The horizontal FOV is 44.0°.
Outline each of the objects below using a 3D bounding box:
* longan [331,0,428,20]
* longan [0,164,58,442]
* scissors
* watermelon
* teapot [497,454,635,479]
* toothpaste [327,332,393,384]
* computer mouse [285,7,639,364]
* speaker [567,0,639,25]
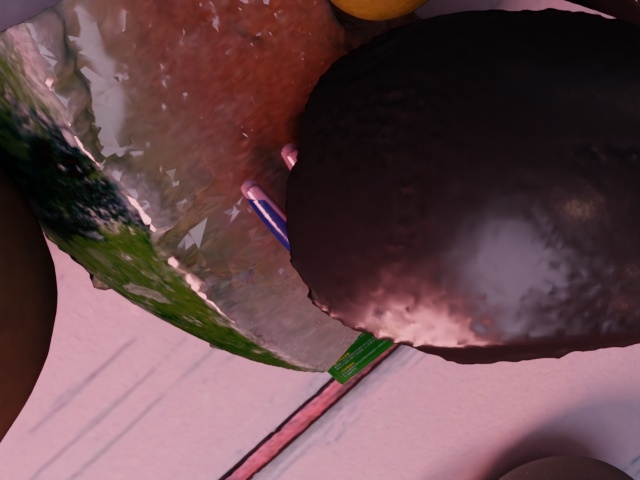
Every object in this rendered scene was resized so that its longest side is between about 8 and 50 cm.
[{"bbox_3d":[0.029,-0.146,0.374,0.075,0.075,0.083,4,74,-18],"label":"longan"},{"bbox_3d":[-0.261,0.043,0.399,0.258,0.258,0.258,-7,119,-13],"label":"longan"},{"bbox_3d":[0.000,0.000,0.429,0.039,0.012,0.113,-43,123,-12],"label":"scissors"},{"bbox_3d":[-0.048,-0.056,0.460,0.302,0.151,0.264,-37,120,5],"label":"watermelon"},{"bbox_3d":[0.219,0.285,0.737,0.295,0.129,0.193,8,114,-18],"label":"teapot"},{"bbox_3d":[0.067,0.037,0.611,0.178,0.037,0.043,-40,124,6],"label":"toothpaste"},{"bbox_3d":[0.130,-0.030,0.384,0.296,0.087,0.168,-3,79,-6],"label":"computer mouse"},{"bbox_3d":[0.129,-0.251,0.353,0.184,0.254,0.232,31,104,-27],"label":"speaker"}]
